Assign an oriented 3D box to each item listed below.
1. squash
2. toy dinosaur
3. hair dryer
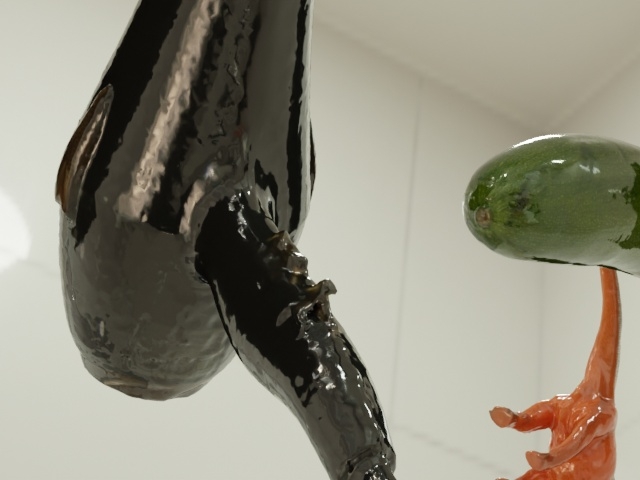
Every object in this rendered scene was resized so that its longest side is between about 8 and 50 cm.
[{"bbox_3d":[0.151,-0.014,0.996,0.069,0.069,0.258,-24,-20,32],"label":"squash"},{"bbox_3d":[0.149,0.112,1.200,0.101,0.279,0.055,-8,9,-42],"label":"toy dinosaur"},{"bbox_3d":[0.000,0.000,0.777,0.120,0.359,0.303,3,-57,-29],"label":"hair dryer"}]
